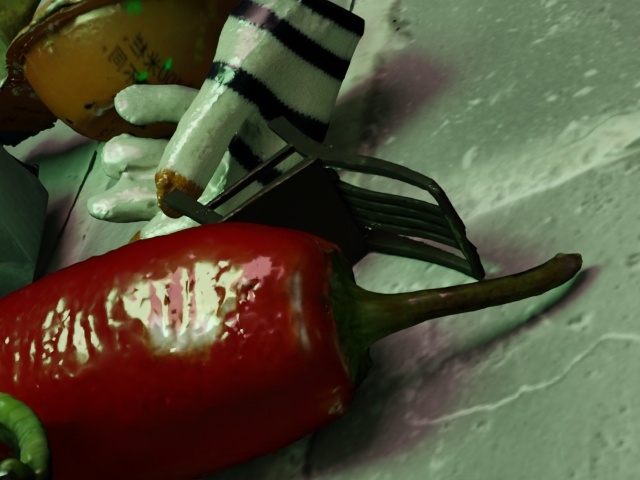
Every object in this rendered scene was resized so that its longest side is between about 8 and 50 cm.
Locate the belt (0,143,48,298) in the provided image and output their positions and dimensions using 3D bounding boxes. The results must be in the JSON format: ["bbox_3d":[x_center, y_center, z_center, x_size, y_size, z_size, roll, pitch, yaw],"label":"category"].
[{"bbox_3d":[-0.326,0.039,1.346,0.260,0.122,0.325,-33,25,13],"label":"belt"}]

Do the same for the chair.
[{"bbox_3d":[0.000,0.000,1.106,0.101,0.084,0.212,-37,29,-13],"label":"chair"}]

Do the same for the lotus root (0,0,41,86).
[{"bbox_3d":[-0.366,-0.190,1.698,0.261,0.170,0.074,-3,46,29],"label":"lotus root"}]

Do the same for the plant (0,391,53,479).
[{"bbox_3d":[-0.259,0.159,1.068,0.333,0.180,0.251,-12,29,15],"label":"plant"}]

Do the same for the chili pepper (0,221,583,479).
[{"bbox_3d":[-0.039,0.054,1.012,0.338,0.131,0.134,-15,43,28],"label":"chili pepper"}]

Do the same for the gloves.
[{"bbox_3d":[-0.060,-0.073,1.265,0.218,0.131,0.140,-64,29,9],"label":"gloves"}]

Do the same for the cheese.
[{"bbox_3d":[-0.172,-0.136,1.421,0.329,0.217,0.129,-23,72,35],"label":"cheese"}]
